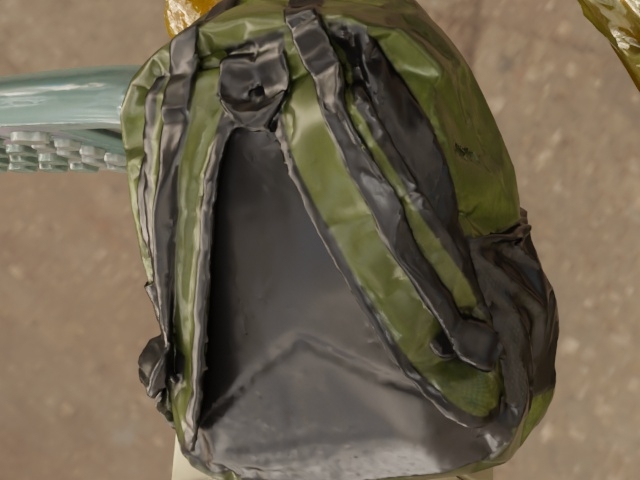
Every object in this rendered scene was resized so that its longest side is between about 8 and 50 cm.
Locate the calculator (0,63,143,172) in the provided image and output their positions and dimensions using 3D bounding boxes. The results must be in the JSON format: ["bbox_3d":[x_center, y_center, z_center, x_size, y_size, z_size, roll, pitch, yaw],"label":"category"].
[{"bbox_3d":[-0.138,-0.073,1.220,0.295,0.184,0.042,-2,82,26],"label":"calculator"}]

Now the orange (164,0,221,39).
[{"bbox_3d":[-0.064,-0.188,1.774,0.160,0.170,0.112,-8,81,56],"label":"orange"}]

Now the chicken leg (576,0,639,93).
[{"bbox_3d":[0.102,-0.088,0.483,0.429,0.153,0.201,40,95,-16],"label":"chicken leg"}]

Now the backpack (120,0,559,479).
[{"bbox_3d":[0.000,0.000,0.952,0.207,0.140,0.253,-10,102,25],"label":"backpack"}]

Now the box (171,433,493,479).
[{"bbox_3d":[0.012,0.096,1.372,0.212,0.168,0.095,-10,151,30],"label":"box"}]
